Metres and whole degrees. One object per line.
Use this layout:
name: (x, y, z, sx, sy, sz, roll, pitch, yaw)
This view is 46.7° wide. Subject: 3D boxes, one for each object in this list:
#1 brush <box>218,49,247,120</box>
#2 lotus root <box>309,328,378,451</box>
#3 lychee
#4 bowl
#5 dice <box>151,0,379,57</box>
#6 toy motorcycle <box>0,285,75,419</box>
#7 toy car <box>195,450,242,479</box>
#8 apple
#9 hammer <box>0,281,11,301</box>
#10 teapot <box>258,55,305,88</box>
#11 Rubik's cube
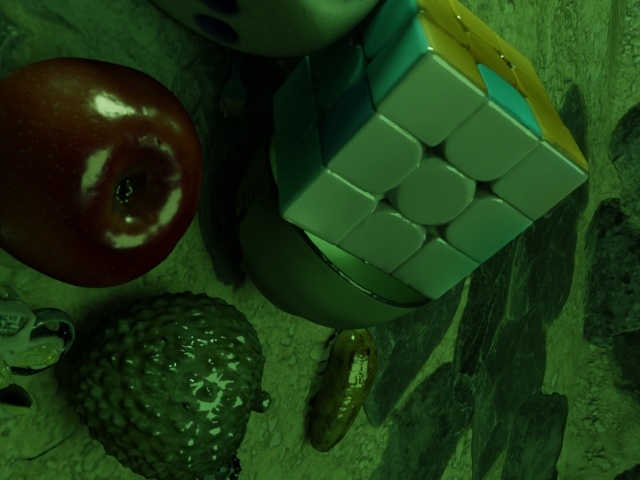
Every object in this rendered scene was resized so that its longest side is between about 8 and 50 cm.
brush: (-0.125, -0.262, 1.107, 0.051, 0.014, 0.164, -5, 104, -52)
lotus root: (0.049, 0.287, 1.446, 0.110, 0.097, 0.258, 14, 94, -55)
lychee: (-0.196, 0.194, 0.999, 0.274, 0.255, 0.255, 9, 96, -15)
bowl: (0.000, 0.000, 1.158, 0.185, 0.354, 0.354, -41, 156, 31)
dice: (-0.072, -0.428, 0.908, 0.304, 0.277, 0.304, 33, 74, -50)
toy motorcycle: (-0.415, 0.138, 0.779, 0.223, 0.108, 0.340, -54, 154, 5)
toy car: (-0.185, 0.309, 1.165, 0.097, 0.100, 0.191, 28, 60, -51)
apple: (-0.261, -0.073, 0.838, 0.260, 0.216, 0.260, -22, 120, -43)
hammer: (-0.395, -0.007, 0.763, 0.195, 0.028, 0.060, 51, 59, -6)
teapot: (-0.045, -0.295, 1.148, 0.111, 0.149, 0.108, 43, 83, -8)
Rubik's cube: (0.132, -0.149, 1.020, 0.291, 0.290, 0.292, 29, 35, -27)
